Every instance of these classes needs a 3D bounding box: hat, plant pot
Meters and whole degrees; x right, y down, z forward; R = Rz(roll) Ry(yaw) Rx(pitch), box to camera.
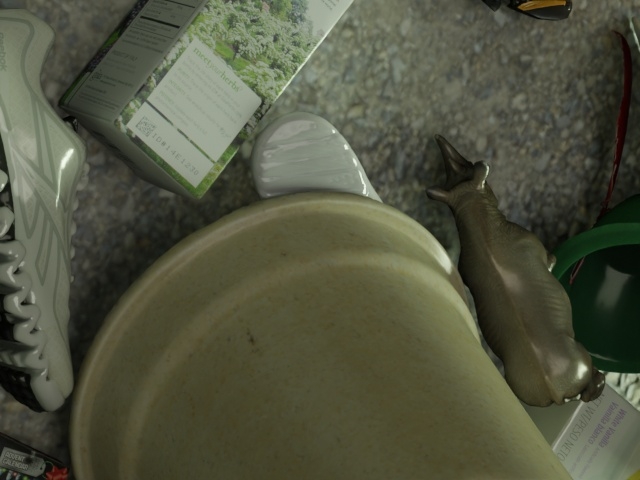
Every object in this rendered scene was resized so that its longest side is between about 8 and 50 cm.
[{"bbox_3d":[0.273,-0.019,1.680,0.173,0.208,0.183,21,45,-11],"label":"hat"},{"bbox_3d":[0.031,0.182,1.383,0.334,0.305,0.334,-14,124,-22],"label":"plant pot"}]

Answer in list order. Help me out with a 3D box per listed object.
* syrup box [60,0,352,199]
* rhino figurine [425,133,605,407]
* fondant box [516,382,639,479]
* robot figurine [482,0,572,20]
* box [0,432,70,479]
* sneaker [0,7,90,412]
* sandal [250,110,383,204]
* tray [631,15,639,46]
[{"bbox_3d":[-0.068,-0.154,1.426,0.093,0.096,0.237,42,78,-31],"label":"syrup box"},{"bbox_3d":[0.146,0.024,1.557,0.073,0.106,0.243,-26,84,15],"label":"rhino figurine"},{"bbox_3d":[0.246,0.284,1.700,0.330,0.096,0.238,39,80,-31],"label":"fondant box"},{"bbox_3d":[0.158,-0.304,1.530,0.291,0.085,0.211,41,80,-30],"label":"robot figurine"},{"bbox_3d":[-0.259,0.176,1.426,0.137,0.027,0.094,30,84,-31],"label":"box"},{"bbox_3d":[-0.207,-0.021,1.376,0.118,0.110,0.292,-24,112,-33],"label":"sneaker"},{"bbox_3d":[0.009,-0.006,1.506,0.102,0.076,0.265,-31,129,-10],"label":"sandal"},{"bbox_3d":[0.326,-0.052,1.647,0.030,0.145,0.270,-22,114,7],"label":"tray"}]
